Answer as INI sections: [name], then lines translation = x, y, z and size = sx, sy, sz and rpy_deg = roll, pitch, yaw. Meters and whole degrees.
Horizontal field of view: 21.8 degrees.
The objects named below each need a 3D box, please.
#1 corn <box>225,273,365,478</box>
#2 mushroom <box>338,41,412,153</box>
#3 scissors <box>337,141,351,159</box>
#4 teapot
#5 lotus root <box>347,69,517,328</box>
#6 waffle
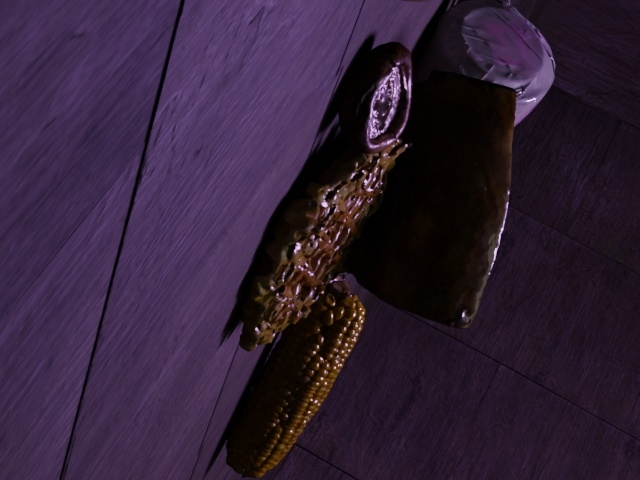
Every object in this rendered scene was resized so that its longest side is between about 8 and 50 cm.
[corn]
translation = -0.035, 0.189, 2.212
size = 0.313, 0.102, 0.102
rpy_deg = -65, 174, 21
[mushroom]
translation = 0.055, -0.144, 1.662
size = 0.123, 0.052, 0.123
rpy_deg = -48, 148, -44
[scissors]
translation = -0.002, -0.023, 1.873
size = 0.204, 0.027, 0.101
rpy_deg = -62, 176, 22
[teapot]
translation = 0.184, -0.226, 2.156
size = 0.163, 0.221, 0.178
rpy_deg = -9, 152, -31
[lotus root]
translation = 0.120, -0.074, 1.906
size = 0.267, 0.149, 0.260
rpy_deg = -123, -131, -65
[waffle]
translation = -0.002, -0.001, 1.754
size = 0.254, 0.052, 0.245
rpy_deg = -45, 163, -45
